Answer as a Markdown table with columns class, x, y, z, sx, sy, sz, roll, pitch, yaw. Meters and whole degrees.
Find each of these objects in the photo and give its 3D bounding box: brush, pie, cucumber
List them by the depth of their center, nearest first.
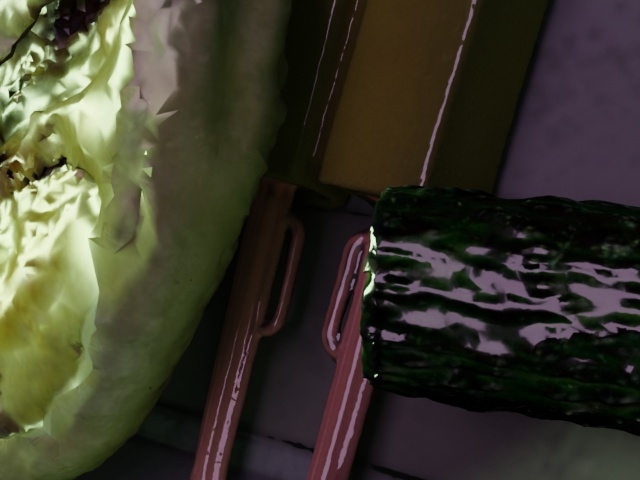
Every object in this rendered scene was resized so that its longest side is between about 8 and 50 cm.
| class | x | y | z | sx | sy | sz | roll | pitch | yaw |
| --- | --- | --- | --- | --- | --- | --- | --- | --- | --- |
| cucumber | 0.151 | 0.034 | 0.350 | 0.293 | 0.067 | 0.068 | 9 | 82 | 20 |
| brush | 0.000 | 0.000 | 0.463 | 0.103 | 0.047 | 0.233 | 13 | 86 | 33 |
| pie | -0.138 | -0.056 | 0.513 | 0.339 | 0.077 | 0.339 | -10 | 74 | 38 |
